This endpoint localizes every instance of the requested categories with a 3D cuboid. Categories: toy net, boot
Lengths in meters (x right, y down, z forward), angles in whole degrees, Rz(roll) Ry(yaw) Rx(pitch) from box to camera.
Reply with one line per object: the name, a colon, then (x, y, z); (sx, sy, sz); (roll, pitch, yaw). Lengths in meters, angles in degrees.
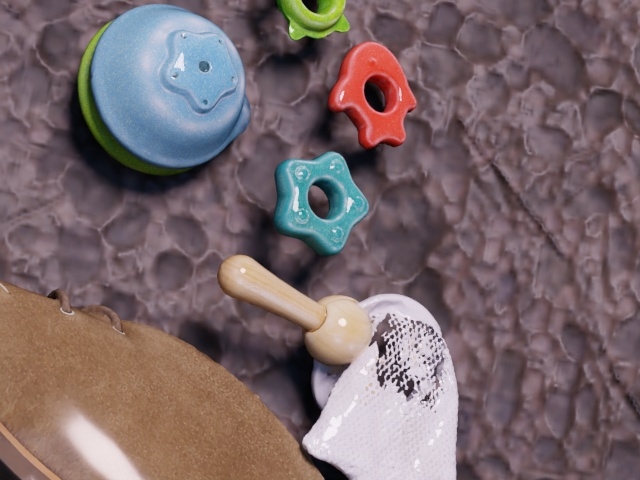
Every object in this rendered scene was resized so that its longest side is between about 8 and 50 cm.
toy net: (0.000, 0.000, 0.774); (0.122, 0.045, 0.232); (-29, 95, -34)
boot: (-0.120, 0.057, 0.723); (0.305, 0.112, 0.115); (43, 46, -3)
